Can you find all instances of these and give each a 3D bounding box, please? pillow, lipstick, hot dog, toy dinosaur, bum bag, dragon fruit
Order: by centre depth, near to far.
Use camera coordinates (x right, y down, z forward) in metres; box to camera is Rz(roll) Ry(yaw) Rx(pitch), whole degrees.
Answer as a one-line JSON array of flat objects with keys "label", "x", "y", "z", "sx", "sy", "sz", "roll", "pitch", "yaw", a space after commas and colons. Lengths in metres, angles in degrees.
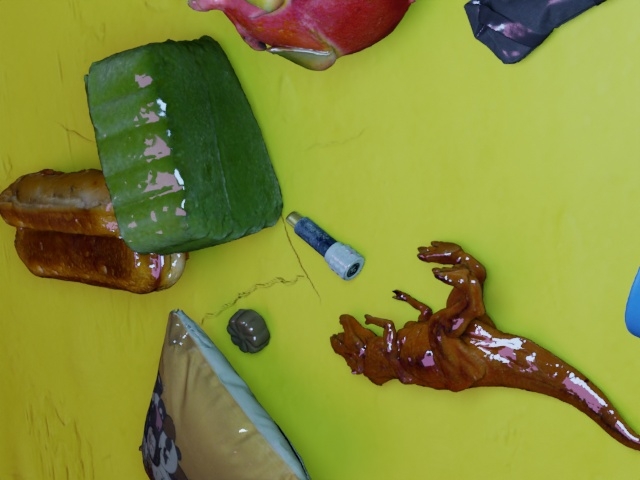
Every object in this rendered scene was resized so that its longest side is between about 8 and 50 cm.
[{"label": "bum bag", "x": 0.227, "y": -0.251, "z": 1.437, "sx": 0.198, "sy": 0.049, "sz": 0.087, "roll": -33, "pitch": 78, "yaw": 38}, {"label": "dragon fruit", "x": -0.016, "y": -0.293, "z": 1.492, "sx": 0.224, "sy": 0.227, "sz": 0.224, "roll": -40, "pitch": 42, "yaw": 49}, {"label": "toy dinosaur", "x": 0.169, "y": 0.107, "z": 1.550, "sx": 0.432, "sy": 0.097, "sz": 0.208, "roll": 12, "pitch": 123, "yaw": 37}, {"label": "lipstick", "x": 0.000, "y": 0.000, "z": 1.683, "sx": 0.116, "sy": 0.037, "sz": 0.037, "roll": 40, "pitch": 123, "yaw": 25}, {"label": "pillow", "x": -0.126, "y": 0.283, "z": 1.760, "sx": 0.312, "sy": 0.119, "sz": 0.310, "roll": 50, "pitch": 140, "yaw": 29}, {"label": "hot dog", "x": -0.287, "y": -0.021, "z": 1.819, "sx": 0.349, "sy": 0.117, "sz": 0.158, "roll": 3, "pitch": 121, "yaw": 51}]

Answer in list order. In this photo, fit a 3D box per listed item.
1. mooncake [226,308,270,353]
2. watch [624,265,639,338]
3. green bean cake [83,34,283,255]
[{"label": "mooncake", "x": -0.039, "y": 0.255, "z": 1.776, "sx": 0.347, "sy": 0.057, "sz": 0.150, "roll": 62, "pitch": 148, "yaw": 15}, {"label": "watch", "x": 0.375, "y": 0.037, "z": 1.268, "sx": 0.241, "sy": 0.274, "sz": 0.305, "roll": 31, "pitch": 114, "yaw": 25}, {"label": "green bean cake", "x": -0.160, "y": -0.112, "z": 1.651, "sx": 0.125, "sy": 0.222, "sz": 0.248, "roll": -14, "pitch": 88, "yaw": 30}]
